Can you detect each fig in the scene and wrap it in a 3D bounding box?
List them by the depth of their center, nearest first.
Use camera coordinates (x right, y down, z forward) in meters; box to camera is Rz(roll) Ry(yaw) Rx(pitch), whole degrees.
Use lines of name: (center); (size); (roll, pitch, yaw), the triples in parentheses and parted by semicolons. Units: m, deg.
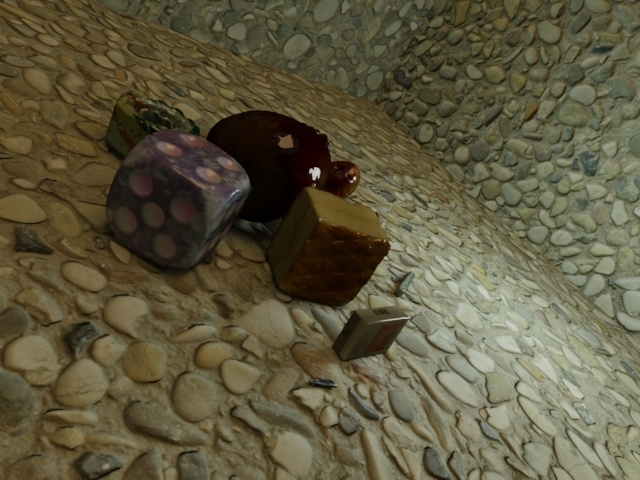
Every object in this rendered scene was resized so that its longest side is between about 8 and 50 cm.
fig: (0.082, -0.236, 2.271); (0.175, 0.207, 0.175); (0, 54, 0)

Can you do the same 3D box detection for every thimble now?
thimble: (-0.546, -0.349, 1.720); (0.288, 0.167, 0.254); (33, 26, -1)

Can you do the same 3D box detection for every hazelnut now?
hazelnut: (-0.168, -0.230, 1.697); (0.421, 0.421, 0.352); (7, 68, -42)

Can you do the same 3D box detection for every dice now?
dice: (-0.366, -0.109, 1.390); (0.271, 0.270, 0.270); (34, 26, 1)

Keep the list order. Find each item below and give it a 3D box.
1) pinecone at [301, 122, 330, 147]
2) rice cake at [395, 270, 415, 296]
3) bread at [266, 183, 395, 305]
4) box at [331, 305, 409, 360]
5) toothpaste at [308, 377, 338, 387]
pinecone: (-0.115, -0.312, 2.003); (0.242, 0.295, 0.298); (40, 3, 42)
rice cake: (0.312, 0.156, 1.949); (0.033, 0.033, 0.208); (46, 26, 4)
bread: (0.018, 0.024, 1.579); (0.279, 0.279, 0.207); (18, 31, -33)
box: (0.142, 0.254, 1.474); (0.201, 0.141, 0.058); (3, 34, -48)
toothpaste: (0.006, 0.348, 1.300); (0.083, 0.019, 0.027); (18, 12, -35)
